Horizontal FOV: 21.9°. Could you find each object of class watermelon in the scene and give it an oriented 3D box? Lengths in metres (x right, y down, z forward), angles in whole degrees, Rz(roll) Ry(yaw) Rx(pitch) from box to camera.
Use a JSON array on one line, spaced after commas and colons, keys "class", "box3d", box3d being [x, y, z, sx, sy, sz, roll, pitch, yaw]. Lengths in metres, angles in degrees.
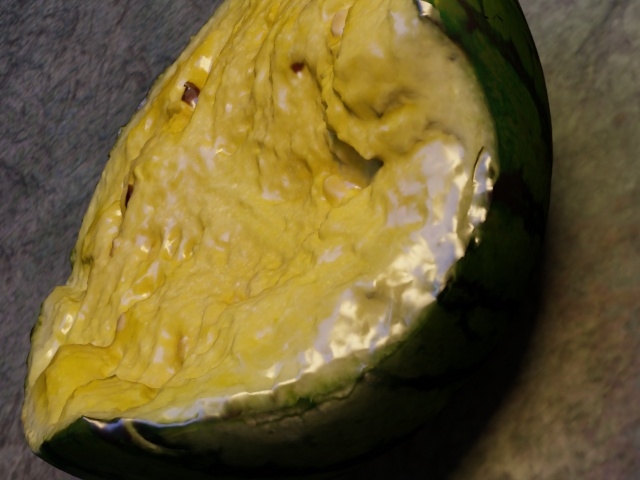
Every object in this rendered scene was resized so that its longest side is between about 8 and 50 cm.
[{"class": "watermelon", "box3d": [0.000, 0.000, 0.834, 0.331, 0.189, 0.331, -44, 19, 19]}]
